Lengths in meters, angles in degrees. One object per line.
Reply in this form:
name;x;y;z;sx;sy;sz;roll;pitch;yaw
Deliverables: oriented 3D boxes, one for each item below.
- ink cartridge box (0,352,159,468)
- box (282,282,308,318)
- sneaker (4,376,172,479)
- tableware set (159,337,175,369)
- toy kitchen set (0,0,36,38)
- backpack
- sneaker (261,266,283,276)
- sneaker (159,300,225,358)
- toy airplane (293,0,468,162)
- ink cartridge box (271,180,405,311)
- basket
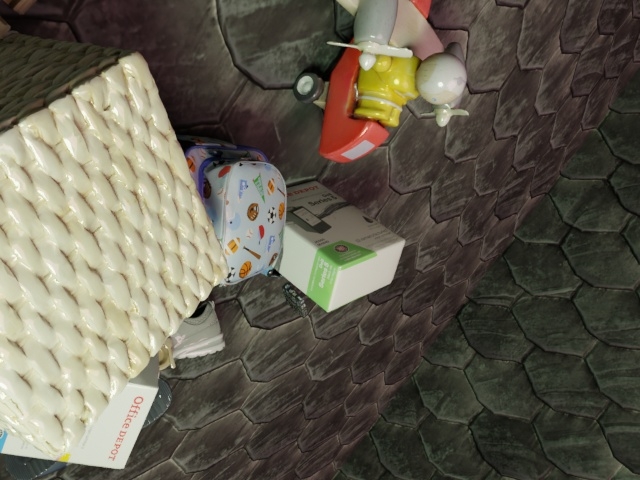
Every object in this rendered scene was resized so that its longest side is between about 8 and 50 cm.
ink cartridge box;-0.395;0.225;0.913;0.232;0.168;0.171;20;109;-24
box;-0.063;0.152;1.459;0.018;0.067;0.083;-39;146;-20
sneaker;-0.426;0.346;1.110;0.319;0.112;0.131;-23;167;-3
tableware set;-0.344;0.177;1.070;0.168;0.141;0.020;-4;171;-34
toy kitchen set;-0.341;-0.268;0.643;0.083;0.075;0.068;-48;150;0
backpack;-0.172;-0.051;0.945;0.263;0.213;0.276;-29;131;-68
sneaker;-0.084;0.061;1.328;0.162;0.073;0.063;-9;129;-49
sneaker;-0.328;0.188;1.154;0.281;0.105;0.115;-9;95;-42
toy airplane;0.157;-0.344;1.025;0.386;0.272;0.384;-33;144;-27
ink cartridge box;0.000;0.000;1.183;0.198;0.273;0.115;-20;135;-41
basket;-0.321;-0.014;0.623;0.328;0.266;0.331;-52;141;-39
